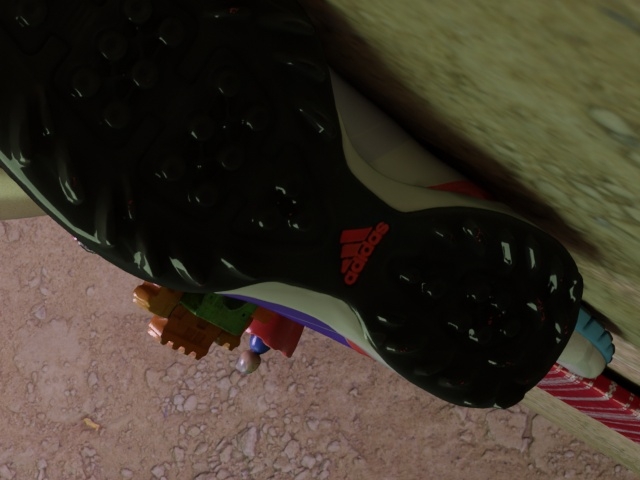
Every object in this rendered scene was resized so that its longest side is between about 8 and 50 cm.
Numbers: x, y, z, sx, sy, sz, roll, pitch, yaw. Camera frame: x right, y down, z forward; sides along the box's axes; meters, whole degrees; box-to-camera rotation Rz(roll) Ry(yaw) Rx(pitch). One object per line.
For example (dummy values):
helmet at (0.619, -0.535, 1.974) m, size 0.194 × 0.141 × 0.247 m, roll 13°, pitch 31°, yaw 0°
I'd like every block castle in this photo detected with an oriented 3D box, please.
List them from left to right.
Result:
block castle at (-0.204, -0.002, 1.368) m, size 0.303 × 0.212 × 0.453 m, roll 29°, pitch 175°, yaw 33°

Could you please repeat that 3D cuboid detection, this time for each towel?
towel at (0.216, 0.118, 0.934) m, size 0.275 × 0.031 × 0.199 m, roll 30°, pitch 174°, yaw 5°

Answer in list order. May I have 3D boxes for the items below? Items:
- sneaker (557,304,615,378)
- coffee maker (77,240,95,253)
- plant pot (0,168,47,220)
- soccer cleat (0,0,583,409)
sneaker at (0.091, 0.046, 0.614) m, size 0.191 × 0.083 × 0.071 m, roll 32°, pitch 175°, yaw -29°
coffee maker at (-0.152, -0.091, 0.491) m, size 0.171 × 0.120 × 0.178 m, roll 31°, pitch 176°, yaw 28°
plant pot at (-0.355, -0.118, 1.076) m, size 0.274 × 0.256 × 0.256 m, roll 14°, pitch 171°, yaw 16°
soccer cleat at (-0.023, -0.029, 0.417) m, size 0.318 × 0.108 × 0.116 m, roll 32°, pitch -179°, yaw -38°
